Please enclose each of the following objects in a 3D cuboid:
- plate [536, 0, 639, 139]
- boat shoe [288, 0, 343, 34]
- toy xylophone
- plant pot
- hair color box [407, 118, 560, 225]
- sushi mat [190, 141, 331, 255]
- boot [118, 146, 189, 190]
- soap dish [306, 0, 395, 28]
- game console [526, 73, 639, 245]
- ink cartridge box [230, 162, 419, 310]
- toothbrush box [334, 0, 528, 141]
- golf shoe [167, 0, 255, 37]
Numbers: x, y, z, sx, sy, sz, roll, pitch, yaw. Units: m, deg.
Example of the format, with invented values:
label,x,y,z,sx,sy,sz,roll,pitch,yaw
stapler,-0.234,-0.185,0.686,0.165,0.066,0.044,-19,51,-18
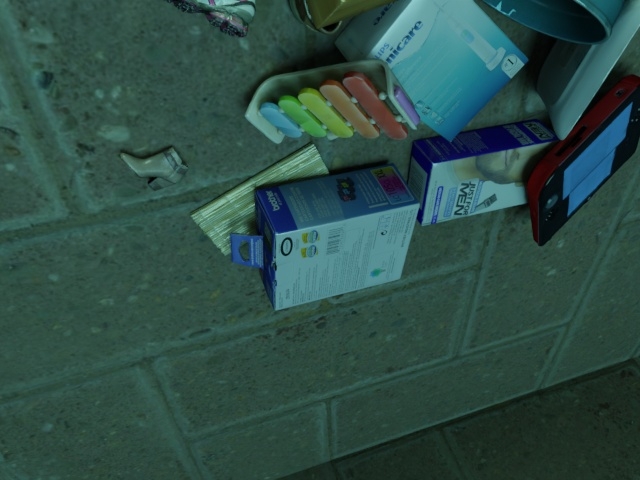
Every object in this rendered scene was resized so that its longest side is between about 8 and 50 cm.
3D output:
label,x,y,z,sx,sy,sz,roll,pitch,yaw
plate,0.514,-0.375,1.082,0.045,0.278,0.277,20,126,-3
boat shoe,0.011,-0.476,0.838,0.123,0.116,0.324,-15,136,-11
toy xylophone,0.038,-0.236,1.007,0.323,0.081,0.236,-3,160,39
plant pot,0.420,-0.509,0.909,0.272,0.271,0.255,17,107,-36
hair color box,0.385,-0.164,1.314,0.339,0.110,0.185,-13,134,-15
sushi mat,-0.122,-0.086,1.222,0.316,0.019,0.151,-30,137,5
boot,-0.318,-0.151,1.060,0.087,0.042,0.118,-37,137,3
soap dish,0.096,-0.448,0.737,0.291,0.118,0.229,-22,113,-6
game console,0.666,-0.187,1.358,0.386,0.060,0.342,-44,143,-3
ink cartridge box,0.000,0.000,1.244,0.395,0.151,0.270,-14,139,-17
toothbrush box,0.211,-0.358,1.035,0.295,0.126,0.216,22,120,-38
golf shoe,-0.190,-0.401,0.869,0.186,0.067,0.086,18,93,-34
